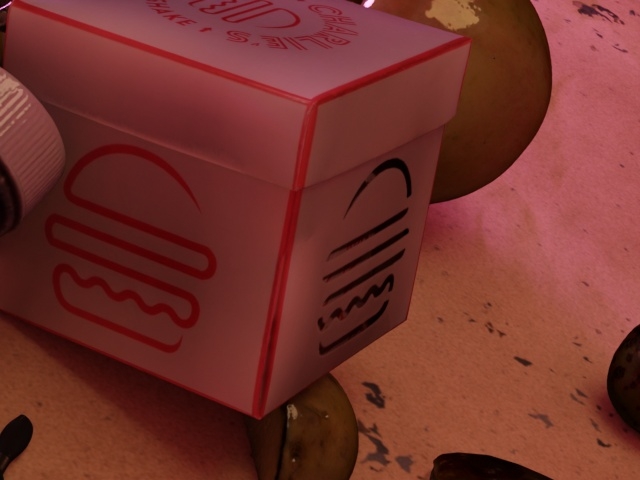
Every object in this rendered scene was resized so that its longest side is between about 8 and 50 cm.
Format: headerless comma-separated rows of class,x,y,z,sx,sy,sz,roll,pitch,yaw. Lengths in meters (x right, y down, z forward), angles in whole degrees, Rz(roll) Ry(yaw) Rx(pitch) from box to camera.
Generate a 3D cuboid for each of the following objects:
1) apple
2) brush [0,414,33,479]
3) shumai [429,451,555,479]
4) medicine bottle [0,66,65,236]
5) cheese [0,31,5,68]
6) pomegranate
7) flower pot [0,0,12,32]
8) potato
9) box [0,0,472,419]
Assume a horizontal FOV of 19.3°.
apple,0.106,-0.188,2.149,0.277,0.319,0.319,46,19,-31
brush,-0.266,0.192,1.500,0.063,0.016,0.193,30,29,-2
shumai,0.117,0.305,1.422,0.309,0.263,0.304,6,35,-37
medicine bottle,-0.343,-0.014,1.501,0.165,0.165,0.273,34,58,7
cheese,-0.305,-0.218,1.919,0.069,0.177,0.270,-2,76,-1
pomegranate,0.396,0.150,2.049,0.169,0.148,0.148,-6,45,-45
flower pot,-0.416,-0.179,1.690,0.290,0.259,0.290,21,27,-12
potato,0.001,0.174,1.708,0.120,0.081,0.149,14,32,-23
box,-0.085,-0.063,1.702,0.312,0.300,0.314,21,25,23
